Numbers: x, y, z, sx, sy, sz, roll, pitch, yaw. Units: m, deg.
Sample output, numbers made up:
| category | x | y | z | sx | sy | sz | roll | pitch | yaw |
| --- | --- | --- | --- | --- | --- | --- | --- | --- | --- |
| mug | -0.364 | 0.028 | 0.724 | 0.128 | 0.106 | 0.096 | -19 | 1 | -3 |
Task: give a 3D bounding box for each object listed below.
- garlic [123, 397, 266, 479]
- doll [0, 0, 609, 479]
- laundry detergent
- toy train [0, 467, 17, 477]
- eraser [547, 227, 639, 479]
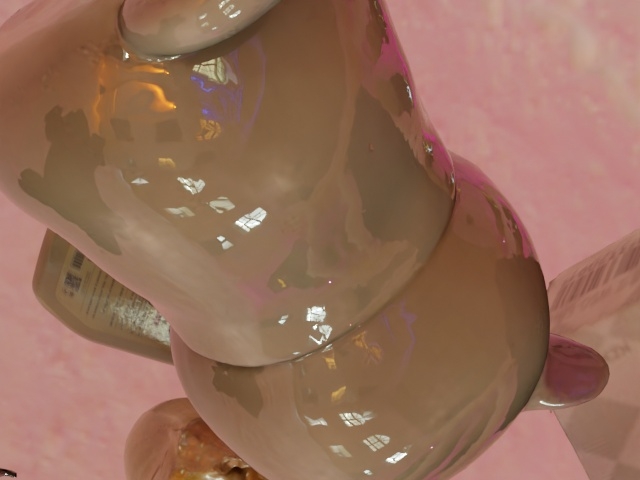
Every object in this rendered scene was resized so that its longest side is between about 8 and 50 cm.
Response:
| category | x | y | z | sx | sy | sz | roll | pitch | yaw |
| --- | --- | --- | --- | --- | --- | --- | --- | --- | --- |
| garlic | -0.037 | 0.228 | 1.253 | 0.184 | 0.281 | 0.203 | -58 | 154 | -56 |
| doll | -0.021 | -0.020 | 0.749 | 0.215 | 0.226 | 0.370 | -40 | 129 | -12 |
| laundry detergent | -0.131 | 0.037 | 1.359 | 0.091 | 0.253 | 0.181 | -54 | 167 | -67 |
| toy train | -0.317 | 0.128 | 0.621 | 0.253 | 0.160 | 0.397 | -49 | 150 | 5 |
| eraser | 0.289 | 0.052 | 0.845 | 0.082 | 0.397 | 0.213 | -22 | 80 | -37 |
